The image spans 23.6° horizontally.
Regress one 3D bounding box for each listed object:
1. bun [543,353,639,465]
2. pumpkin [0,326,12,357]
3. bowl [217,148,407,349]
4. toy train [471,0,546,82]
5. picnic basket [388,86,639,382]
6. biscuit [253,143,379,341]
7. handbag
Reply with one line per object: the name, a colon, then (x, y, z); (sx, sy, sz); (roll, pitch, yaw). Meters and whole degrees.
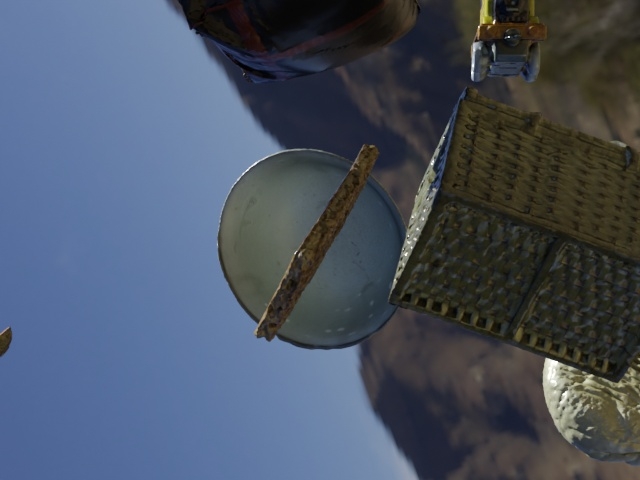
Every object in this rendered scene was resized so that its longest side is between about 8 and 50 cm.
bun: (0.381, 0.186, 1.879); (0.134, 0.220, 0.220); (79, 176, -52)
pumpkin: (-0.478, 0.161, 2.243); (0.028, 0.083, 0.050); (52, -165, -7)
bowl: (0.010, 0.000, 2.350); (0.313, 0.313, 0.146); (69, -156, -6)
toy train: (0.241, -0.271, 1.979); (0.219, 0.089, 0.127); (18, -107, -86)
picnic basket: (0.174, -0.013, 1.179); (0.154, 0.196, 0.134); (-73, 2, -47)
biscuit: (0.000, 0.000, 1.556); (0.131, 0.025, 0.231); (-63, -3, 39)
handbag: (-0.024, -0.206, 1.160); (0.215, 0.169, 0.155); (38, -153, -78)
